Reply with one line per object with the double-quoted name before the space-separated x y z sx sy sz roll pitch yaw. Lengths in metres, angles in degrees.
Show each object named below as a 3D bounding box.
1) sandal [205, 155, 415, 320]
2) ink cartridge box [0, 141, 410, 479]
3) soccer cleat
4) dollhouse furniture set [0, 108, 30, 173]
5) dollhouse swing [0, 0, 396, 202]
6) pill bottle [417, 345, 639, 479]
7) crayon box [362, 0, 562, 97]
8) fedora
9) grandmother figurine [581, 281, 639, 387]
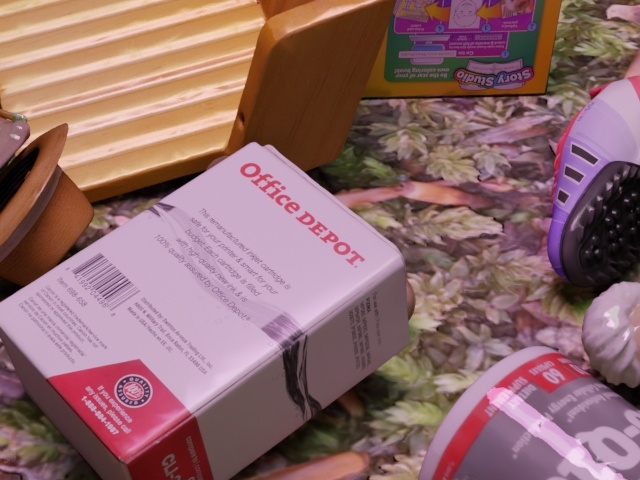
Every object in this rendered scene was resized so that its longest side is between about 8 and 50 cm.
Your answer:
"sandal" -0.003 0.006 1.245 0.240 0.088 0.079 36 18 23
"ink cartridge box" -0.090 0.068 1.081 0.273 0.114 0.197 -35 53 -21
"soccer cleat" 0.273 -0.062 1.318 0.116 0.108 0.318 4 38 33
"dollhouse furniture set" -0.417 -0.014 1.188 0.198 0.151 0.301 24 40 4
"dollhouse swing" -0.156 -0.246 1.316 0.305 0.315 0.347 -7 55 -22
"pill bottle" 0.218 0.212 0.934 0.161 0.161 0.283 -30 51 -33
"crayon box" 0.116 -0.244 1.453 0.278 0.165 0.081 -2 40 -6
"fedora" -0.259 -0.015 1.205 0.079 0.194 0.194 40 37 -20
"grandmother figurine" 0.382 0.118 1.106 0.342 0.104 0.208 19 34 13
